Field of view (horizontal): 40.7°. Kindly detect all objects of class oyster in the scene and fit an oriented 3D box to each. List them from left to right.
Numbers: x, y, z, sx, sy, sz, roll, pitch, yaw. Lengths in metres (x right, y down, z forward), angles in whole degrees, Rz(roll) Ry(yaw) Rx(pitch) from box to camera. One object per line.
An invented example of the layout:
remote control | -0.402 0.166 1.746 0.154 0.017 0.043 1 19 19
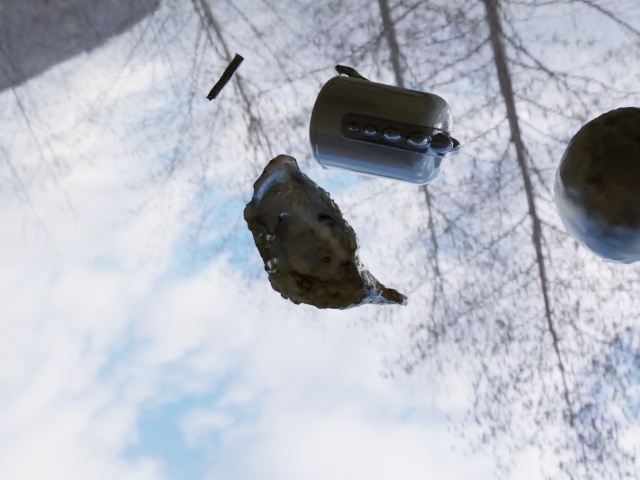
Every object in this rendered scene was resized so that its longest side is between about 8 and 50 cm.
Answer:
oyster | -0.013 0.023 1.692 0.204 0.396 0.111 -32 -165 16

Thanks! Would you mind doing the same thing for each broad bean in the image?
broad bean | 0.123 -0.410 2.396 0.069 0.227 0.039 -20 -145 31

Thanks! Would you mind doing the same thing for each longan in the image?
longan | 0.774 -0.136 2.138 0.391 0.391 0.391 -13 -154 7

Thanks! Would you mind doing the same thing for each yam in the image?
yam | -0.224 -0.377 2.007 0.033 0.027 0.129 34 -94 33

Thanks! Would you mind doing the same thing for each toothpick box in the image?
toothpick box | 0.148 -0.233 1.869 0.317 0.229 0.229 14 -143 23
